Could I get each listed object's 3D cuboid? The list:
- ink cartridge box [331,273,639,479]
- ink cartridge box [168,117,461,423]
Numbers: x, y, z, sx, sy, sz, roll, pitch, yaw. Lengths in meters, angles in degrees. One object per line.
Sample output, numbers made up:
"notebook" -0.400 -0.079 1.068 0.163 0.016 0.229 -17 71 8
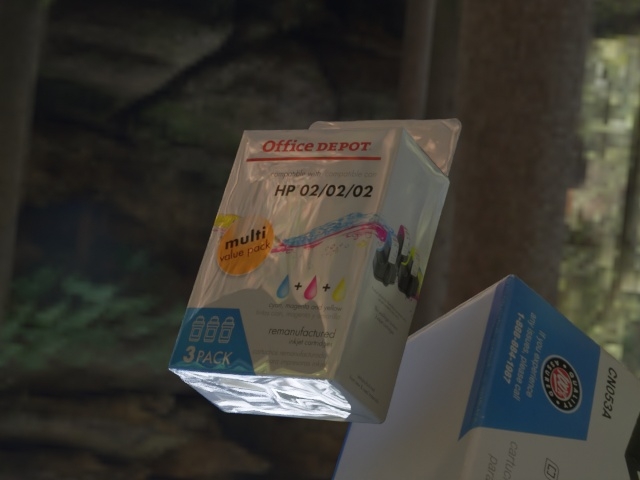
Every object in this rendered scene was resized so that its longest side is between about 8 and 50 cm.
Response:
"ink cartridge box" 0.152 0.205 0.970 0.307 0.223 0.129 39 131 -18
"ink cartridge box" 0.000 0.000 0.952 0.104 0.181 0.061 1 153 32
